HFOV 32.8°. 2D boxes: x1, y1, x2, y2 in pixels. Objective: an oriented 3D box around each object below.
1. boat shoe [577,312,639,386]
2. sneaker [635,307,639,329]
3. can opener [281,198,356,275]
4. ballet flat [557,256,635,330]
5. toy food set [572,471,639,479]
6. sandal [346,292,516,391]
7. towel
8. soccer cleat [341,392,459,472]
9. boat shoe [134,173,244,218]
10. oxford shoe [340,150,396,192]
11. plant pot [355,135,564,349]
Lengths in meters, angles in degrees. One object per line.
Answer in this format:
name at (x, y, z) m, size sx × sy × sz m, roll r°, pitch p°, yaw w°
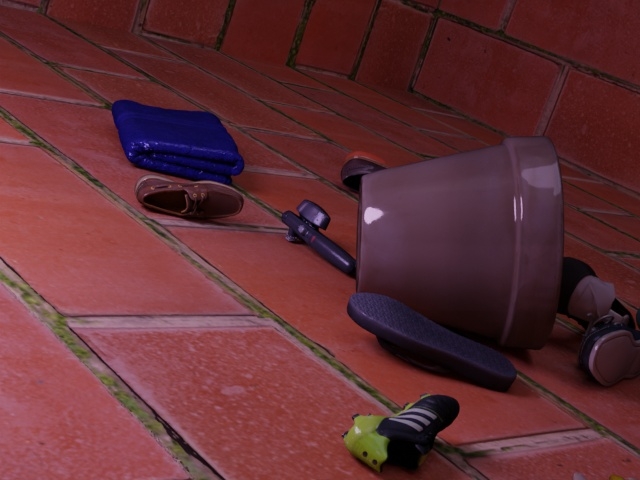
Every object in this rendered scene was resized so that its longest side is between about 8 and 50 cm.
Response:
boat shoe at (0.447, 0.163, 1.679) m, size 0.079 × 0.095 × 0.254 m, roll 30°, pitch 17°, yaw 32°
sneaker at (0.594, 0.157, 1.824) m, size 0.110 × 0.107 × 0.275 m, roll 27°, pitch 12°, yaw -13°
can opener at (0.000, 0.000, 1.789) m, size 0.059 × 0.073 × 0.186 m, roll 15°, pitch 23°, yaw -45°
ballet flat at (0.448, 0.099, 1.786) m, size 0.096 × 0.095 × 0.280 m, roll 28°, pitch 1°, yaw 41°
toy food set at (0.389, 0.303, 1.232) m, size 0.192 × 0.038 × 0.132 m, roll 18°, pitch 15°, yaw -6°
sandal at (0.146, 0.149, 1.475) m, size 0.254 × 0.054 × 0.097 m, roll 27°, pitch 22°, yaw -8°
towel at (-0.281, -0.188, 2.091) m, size 0.227 × 0.076 × 0.308 m, roll 6°, pitch 19°, yaw -18°
soccer cleat at (0.100, 0.213, 1.183) m, size 0.179 × 0.060 × 0.072 m, roll -7°, pitch 39°, yaw -45°
boat shoe at (-0.210, -0.062, 1.748) m, size 0.178 × 0.064 × 0.060 m, roll 8°, pitch 23°, yaw -15°
oxford shoe at (0.171, -0.106, 2.333) m, size 0.271 × 0.097 × 0.098 m, roll 15°, pitch 35°, yaw 3°
plant pot at (0.197, -0.003, 1.640) m, size 0.280 × 0.323 × 0.323 m, roll 3°, pitch 16°, yaw 0°
